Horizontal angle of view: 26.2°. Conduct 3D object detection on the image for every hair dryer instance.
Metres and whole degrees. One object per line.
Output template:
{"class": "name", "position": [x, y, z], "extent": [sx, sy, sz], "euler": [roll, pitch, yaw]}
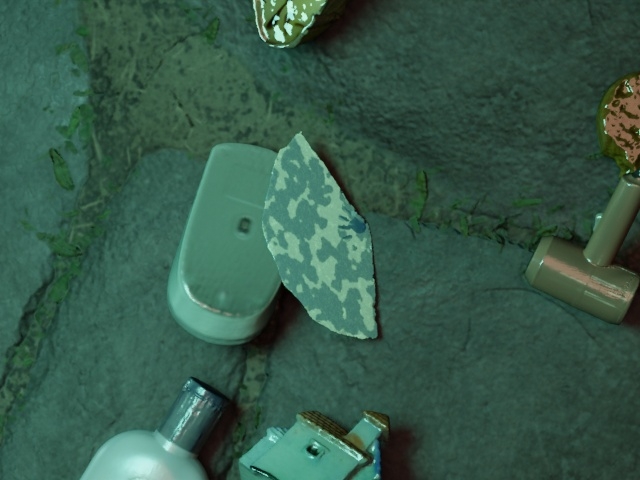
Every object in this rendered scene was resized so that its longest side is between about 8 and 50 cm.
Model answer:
{"class": "hair dryer", "position": [0.299, -0.009, 1.441], "extent": [0.117, 0.064, 0.182], "euler": [26, 115, 8]}

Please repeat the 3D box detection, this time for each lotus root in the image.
{"class": "lotus root", "position": [-0.013, -0.283, 1.496], "extent": [0.095, 0.135, 0.159], "euler": [44, 103, 9]}

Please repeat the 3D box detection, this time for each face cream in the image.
{"class": "face cream", "position": [-0.193, 0.284, 1.482], "extent": [0.144, 0.071, 0.291], "euler": [33, 88, 7]}

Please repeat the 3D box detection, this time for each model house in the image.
{"class": "model house", "position": [0.013, 0.241, 1.461], "extent": [0.148, 0.119, 0.148], "euler": [32, 62, 30]}

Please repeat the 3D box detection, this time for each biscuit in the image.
{"class": "biscuit", "position": [0.393, -0.086, 1.478], "extent": [0.183, 0.047, 0.320], "euler": [-5, 84, 7]}

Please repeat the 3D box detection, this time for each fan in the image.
{"class": "fan", "position": [0.000, 0.000, 1.491], "extent": [0.131, 0.009, 0.240], "euler": [-19, 89, -34]}

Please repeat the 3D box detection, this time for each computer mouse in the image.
{"class": "computer mouse", "position": [-0.091, 0.004, 1.500], "extent": [0.127, 0.079, 0.231], "euler": [22, 69, -6]}
